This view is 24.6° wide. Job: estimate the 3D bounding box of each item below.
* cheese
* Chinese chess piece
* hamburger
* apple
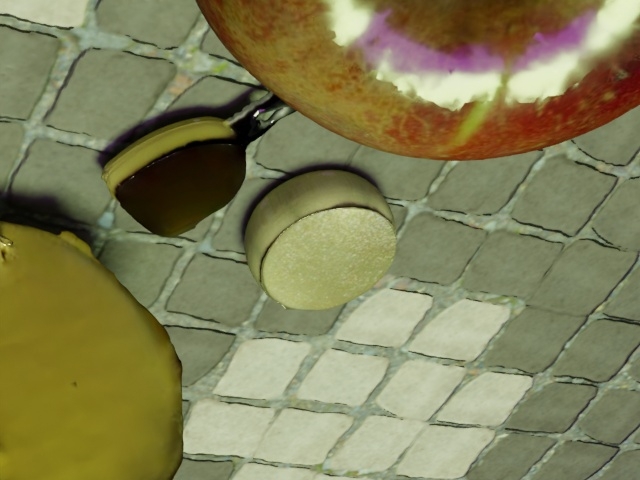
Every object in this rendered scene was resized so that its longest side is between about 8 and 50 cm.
[{"bbox_3d":[-0.076,-0.069,1.072,0.162,0.036,0.086,-33,134,12],"label":"cheese"},{"bbox_3d":[0.000,0.000,1.164,0.122,0.051,0.122,-13,136,-13],"label":"Chinese chess piece"},{"bbox_3d":[-0.254,0.138,1.059,0.276,0.276,0.237,8,148,-29],"label":"hamburger"},{"bbox_3d":[0.090,-0.215,0.805,0.349,0.277,0.348,-2,128,-2],"label":"apple"}]
